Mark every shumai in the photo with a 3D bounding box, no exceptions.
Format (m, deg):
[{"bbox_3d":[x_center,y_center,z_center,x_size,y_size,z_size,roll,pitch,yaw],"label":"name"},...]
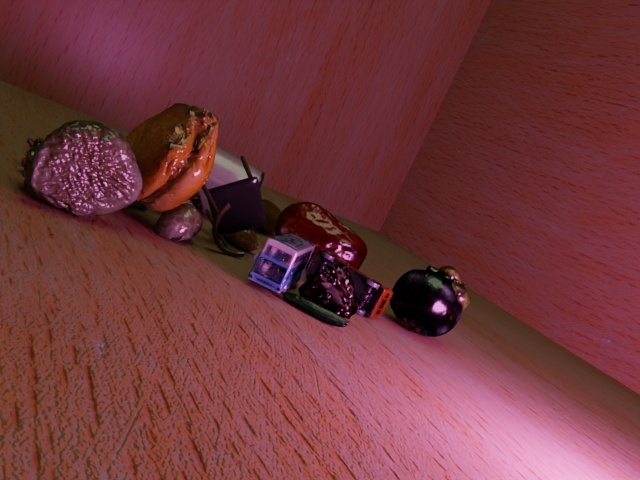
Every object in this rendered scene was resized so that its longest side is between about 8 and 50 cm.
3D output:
[{"bbox_3d":[-0.560,-0.182,1.529,0.261,0.225,0.222,2,20,-27],"label":"shumai"}]

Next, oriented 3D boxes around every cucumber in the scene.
[{"bbox_3d":[-0.015,0.173,1.599,0.184,0.033,0.036,27,33,12],"label":"cucumber"}]

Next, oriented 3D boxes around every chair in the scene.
[{"bbox_3d":[-0.249,-0.098,1.878,0.166,0.188,0.272,-16,39,-9],"label":"chair"}]

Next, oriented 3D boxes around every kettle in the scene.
[{"bbox_3d":[-0.416,-0.205,2.278,0.377,0.250,0.361,27,-21,-8],"label":"kettle"}]

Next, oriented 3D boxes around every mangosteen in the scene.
[{"bbox_3d":[0.331,0.176,1.951,0.243,0.243,0.243,25,8,-4],"label":"mangosteen"}]

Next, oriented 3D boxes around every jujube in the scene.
[{"bbox_3d":[0.000,0.000,2.181,0.318,0.223,0.223,30,8,8],"label":"jujube"}]

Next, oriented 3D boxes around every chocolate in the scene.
[{"bbox_3d":[0.038,0.149,1.689,0.133,0.156,0.156,58,20,19],"label":"chocolate"}]

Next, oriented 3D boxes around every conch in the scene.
[{"bbox_3d":[-0.375,-0.055,1.739,0.116,0.106,0.173,8,18,16],"label":"conch"}]

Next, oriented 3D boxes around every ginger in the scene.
[{"bbox_3d":[-0.266,-0.027,1.996,0.190,0.069,0.095,29,-9,26],"label":"ginger"}]

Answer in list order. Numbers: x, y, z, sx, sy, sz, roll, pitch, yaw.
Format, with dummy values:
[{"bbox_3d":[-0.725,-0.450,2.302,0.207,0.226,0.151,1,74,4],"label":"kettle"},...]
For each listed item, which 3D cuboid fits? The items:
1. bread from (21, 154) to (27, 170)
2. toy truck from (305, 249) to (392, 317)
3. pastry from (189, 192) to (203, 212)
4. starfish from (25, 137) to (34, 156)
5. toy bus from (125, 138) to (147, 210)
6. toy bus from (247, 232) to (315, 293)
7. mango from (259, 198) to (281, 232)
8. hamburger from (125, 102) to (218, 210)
[{"bbox_3d":[-0.719,-0.182,1.676,0.106,0.053,0.072,28,-16,-2],"label":"bread"},{"bbox_3d":[0.083,0.128,1.923,0.253,0.107,0.114,31,9,29],"label":"toy truck"},{"bbox_3d":[-0.425,-0.159,1.984,0.115,0.208,0.097,-12,44,2],"label":"pastry"},{"bbox_3d":[-0.717,-0.197,1.748,0.210,0.053,0.150,37,-14,-3],"label":"starfish"},{"bbox_3d":[-0.604,-0.221,1.922,0.190,0.152,0.312,20,10,-38],"label":"toy bus"},{"bbox_3d":[-0.097,0.058,1.728,0.106,0.131,0.297,26,6,6],"label":"toy bus"},{"bbox_3d":[-0.204,-0.096,2.424,0.227,0.099,0.136,46,20,-76],"label":"mango"},{"bbox_3d":[-0.389,-0.222,1.681,0.314,0.290,0.170,-17,-36,39],"label":"hamburger"}]
